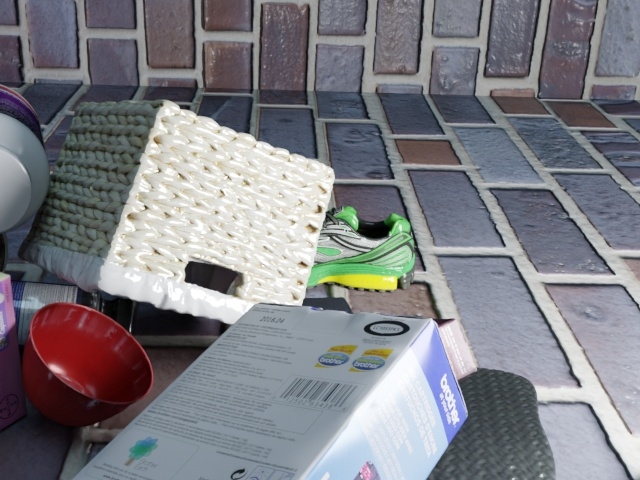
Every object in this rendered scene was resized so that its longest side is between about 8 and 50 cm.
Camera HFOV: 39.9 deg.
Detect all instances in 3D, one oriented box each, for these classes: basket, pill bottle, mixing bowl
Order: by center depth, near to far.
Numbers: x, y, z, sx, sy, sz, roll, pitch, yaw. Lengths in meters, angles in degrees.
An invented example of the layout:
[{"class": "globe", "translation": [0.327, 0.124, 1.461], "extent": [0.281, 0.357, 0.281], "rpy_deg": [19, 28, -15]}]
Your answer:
[{"class": "mixing bowl", "translation": [-0.325, 0.180, 1.173], "extent": [0.181, 0.098, 0.181], "rpy_deg": [34, 20, -14]}, {"class": "pill bottle", "translation": [-0.389, 0.123, 1.288], "extent": [0.219, 0.123, 0.123], "rpy_deg": [6, 23, -14]}, {"class": "basket", "translation": [-0.208, -0.033, 1.289], "extent": [0.328, 0.266, 0.331], "rpy_deg": [19, -5, -35]}, {"class": "pill bottle", "translation": [-0.496, -0.119, 1.296], "extent": [0.181, 0.182, 0.323], "rpy_deg": [-6, 22, -18]}]

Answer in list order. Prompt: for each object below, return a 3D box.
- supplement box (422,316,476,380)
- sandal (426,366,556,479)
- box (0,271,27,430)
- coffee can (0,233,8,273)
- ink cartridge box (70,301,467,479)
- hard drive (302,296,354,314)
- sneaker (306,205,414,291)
[{"class": "supplement box", "translation": [0.099, 0.176, 1.191], "extent": [0.188, 0.081, 0.104], "rpy_deg": [-23, 4, -20]}, {"class": "sandal", "translation": [0.200, 0.273, 1.077], "extent": [0.167, 0.107, 0.446], "rpy_deg": [8, 12, 16]}, {"class": "box", "translation": [-0.501, 0.165, 1.083], "extent": [0.117, 0.214, 0.243], "rpy_deg": [15, 27, 28]}, {"class": "coffee can", "translation": [-0.601, 0.041, 1.311], "extent": [0.201, 0.202, 0.275], "rpy_deg": [0, 13, -5]}, {"class": "ink cartridge box", "translation": [-0.030, 0.205, 0.941], "extent": [0.270, 0.151, 0.395], "rpy_deg": [2, 35, 40]}, {"class": "hard drive", "translation": [-0.014, 0.159, 1.340], "extent": [0.172, 0.054, 0.255], "rpy_deg": [0, 24, -6]}, {"class": "sneaker", "translation": [0.000, 0.000, 1.589], "extent": [0.343, 0.146, 0.134], "rpy_deg": [1, 24, -2]}]
